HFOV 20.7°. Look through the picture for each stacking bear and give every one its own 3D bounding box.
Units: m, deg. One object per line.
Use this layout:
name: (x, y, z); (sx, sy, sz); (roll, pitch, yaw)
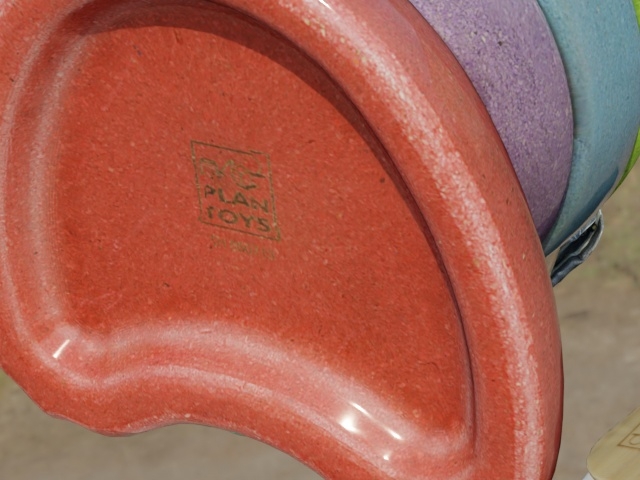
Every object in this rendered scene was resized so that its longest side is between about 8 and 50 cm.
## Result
stacking bear: (0.043, -0.075, 0.527); (0.175, 0.164, 0.289); (13, 37, 27)

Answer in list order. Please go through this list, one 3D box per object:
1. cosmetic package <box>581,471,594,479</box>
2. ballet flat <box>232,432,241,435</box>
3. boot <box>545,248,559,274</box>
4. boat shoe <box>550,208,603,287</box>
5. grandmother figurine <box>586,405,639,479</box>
cosmetic package: (0.278, 0.175, 0.995); (0.224, 0.225, 0.138); (12, 45, -19)
ballet flat: (-0.012, 0.109, 1.436); (0.087, 0.083, 0.247); (-4, -19, -40)
boot: (0.019, -0.087, 0.757); (0.203, 0.262, 0.095); (10, 11, 9)
boat shoe: (0.190, -0.044, 1.305); (0.083, 0.065, 0.183); (38, 87, 31)
grandmother figurine: (0.219, 0.219, 0.739); (0.104, 0.342, 0.208); (-35, 22, -24)
